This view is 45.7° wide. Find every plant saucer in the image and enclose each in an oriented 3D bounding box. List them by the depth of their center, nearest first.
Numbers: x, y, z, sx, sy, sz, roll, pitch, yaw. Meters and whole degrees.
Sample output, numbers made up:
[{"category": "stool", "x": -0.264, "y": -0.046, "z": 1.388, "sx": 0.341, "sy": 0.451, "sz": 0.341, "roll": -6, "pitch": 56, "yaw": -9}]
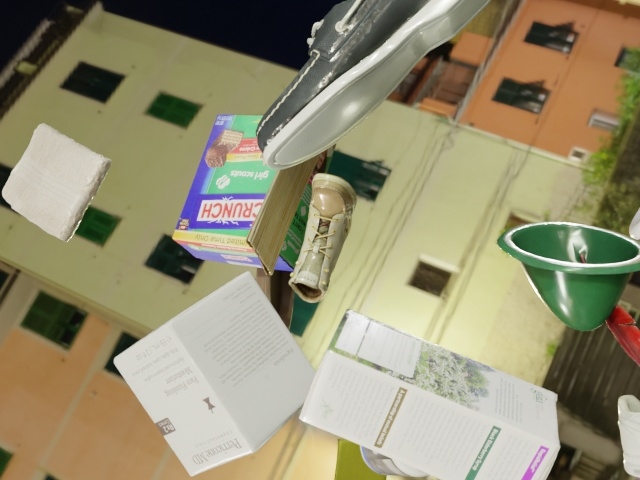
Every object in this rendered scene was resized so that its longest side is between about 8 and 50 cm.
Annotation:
[{"category": "plant saucer", "x": -0.107, "y": 0.102, "z": 1.821, "sx": 0.278, "sy": 0.041, "sz": 0.277, "roll": -1, "pitch": -90, "yaw": -80}]

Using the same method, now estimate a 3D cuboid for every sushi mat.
[{"category": "sushi mat", "x": -0.053, "y": -0.105, "z": 1.373, "sx": 0.151, "sy": 0.019, "sz": 0.316, "roll": 63, "pitch": -134, "yaw": -63}]

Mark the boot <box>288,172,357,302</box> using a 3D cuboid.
[{"category": "boot", "x": 0.000, "y": 0.000, "z": 1.284, "sx": 0.213, "sy": 0.077, "sz": 0.165, "roll": 86, "pitch": -157, "yaw": -61}]

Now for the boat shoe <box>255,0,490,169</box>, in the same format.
[{"category": "boat shoe", "x": 0.045, "y": -0.193, "z": 0.736, "sx": 0.302, "sy": 0.091, "sz": 0.114, "roll": -40, "pitch": -12, "yaw": 0}]

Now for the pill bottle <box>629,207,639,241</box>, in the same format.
[{"category": "pill bottle", "x": 0.569, "y": 0.003, "z": 1.094, "sx": 0.117, "sy": 0.215, "sz": 0.117, "roll": -53, "pitch": -10, "yaw": -14}]

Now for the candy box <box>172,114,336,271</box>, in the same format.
[{"category": "candy box", "x": -0.141, "y": -0.108, "z": 1.643, "sx": 0.122, "sy": 0.268, "sz": 0.317, "roll": 44, "pitch": -123, "yaw": -56}]

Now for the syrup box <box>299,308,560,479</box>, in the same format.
[{"category": "syrup box", "x": 0.111, "y": 0.168, "z": 0.764, "sx": 0.093, "sy": 0.237, "sz": 0.096, "roll": -57, "pitch": -11, "yaw": -64}]

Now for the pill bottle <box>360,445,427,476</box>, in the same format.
[{"category": "pill bottle", "x": 0.108, "y": 0.250, "z": 0.934, "sx": 0.078, "sy": 0.078, "sz": 0.137, "roll": -59, "pitch": 8, "yaw": -24}]

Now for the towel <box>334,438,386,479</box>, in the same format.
[{"category": "towel", "x": 0.061, "y": 0.457, "z": 1.290, "sx": 0.021, "sy": 0.102, "sz": 0.237, "roll": 178, "pitch": 99, "yaw": -65}]

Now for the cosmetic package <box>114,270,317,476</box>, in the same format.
[{"category": "cosmetic package", "x": -0.128, "y": 0.169, "z": 0.965, "sx": 0.151, "sy": 0.183, "sz": 0.151, "roll": -34, "pitch": 0, "yaw": 43}]

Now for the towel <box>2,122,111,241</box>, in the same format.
[{"category": "towel", "x": -0.545, "y": -0.126, "z": 1.547, "sx": 0.049, "sy": 0.282, "sz": 0.187, "roll": 31, "pitch": -94, "yaw": -50}]

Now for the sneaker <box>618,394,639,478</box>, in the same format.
[{"category": "sneaker", "x": 0.557, "y": 0.270, "z": 1.096, "sx": 0.114, "sy": 0.305, "sz": 0.152, "roll": -3, "pitch": -102, "yaw": -36}]

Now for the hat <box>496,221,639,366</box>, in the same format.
[{"category": "hat", "x": 0.306, "y": 0.093, "z": 0.915, "sx": 0.173, "sy": 0.208, "sz": 0.183, "roll": -8, "pitch": -70, "yaw": -21}]
